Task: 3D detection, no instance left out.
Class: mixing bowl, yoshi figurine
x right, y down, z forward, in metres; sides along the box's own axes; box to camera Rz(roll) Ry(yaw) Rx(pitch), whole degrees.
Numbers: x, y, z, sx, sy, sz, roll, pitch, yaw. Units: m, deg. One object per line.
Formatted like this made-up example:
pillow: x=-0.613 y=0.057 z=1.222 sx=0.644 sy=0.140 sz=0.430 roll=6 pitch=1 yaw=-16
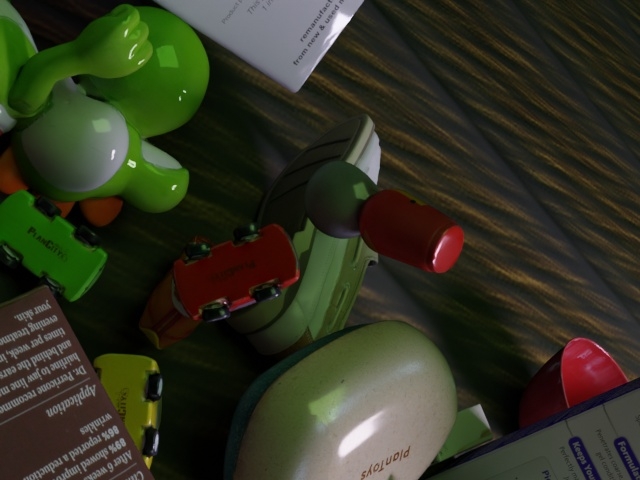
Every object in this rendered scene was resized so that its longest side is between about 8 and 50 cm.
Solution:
mixing bowl: x=0.298 y=0.214 z=1.465 sx=0.181 sy=0.098 sz=0.182 roll=32 pitch=43 yaw=-36
yoshi figurine: x=-0.229 y=-0.159 z=0.986 sx=0.362 sy=0.203 sz=0.204 roll=33 pitch=35 yaw=-39

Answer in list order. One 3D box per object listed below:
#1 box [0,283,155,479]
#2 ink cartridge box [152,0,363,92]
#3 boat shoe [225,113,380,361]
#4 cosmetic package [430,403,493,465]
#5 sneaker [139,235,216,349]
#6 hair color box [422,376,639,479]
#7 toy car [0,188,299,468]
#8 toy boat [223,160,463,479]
box: x=-0.182 y=0.240 z=0.790 sx=0.381 sy=0.143 sz=0.191 roll=60 pitch=33 yaw=3
ink cartridge box: x=-0.169 y=-0.334 z=1.114 sx=0.395 sy=0.166 sz=0.285 roll=30 pitch=11 yaw=-36
boat shoe: x=0.000 y=0.000 z=1.240 sx=0.103 sy=0.113 sz=0.302 roll=48 pitch=47 yaw=-24
cosmetic package: x=0.123 y=0.205 z=1.280 sx=0.115 sy=0.060 sz=0.041 roll=-8 pitch=73 yaw=-53
sneaker: x=-0.118 y=0.042 z=1.097 sx=0.064 sy=0.067 sz=0.175 roll=50 pitch=18 yaw=-2
hair color box: x=0.282 y=0.248 z=1.201 sx=0.110 sy=0.338 sz=0.185 roll=-15 pitch=77 yaw=-55
toy car: x=-0.163 y=0.041 z=0.985 sx=0.225 sy=0.239 sz=0.053 roll=37 pitch=-4 yaw=7
toy boat: x=0.024 y=0.096 z=1.078 sx=0.148 sy=0.318 sz=0.267 roll=26 pitch=23 yaw=35
